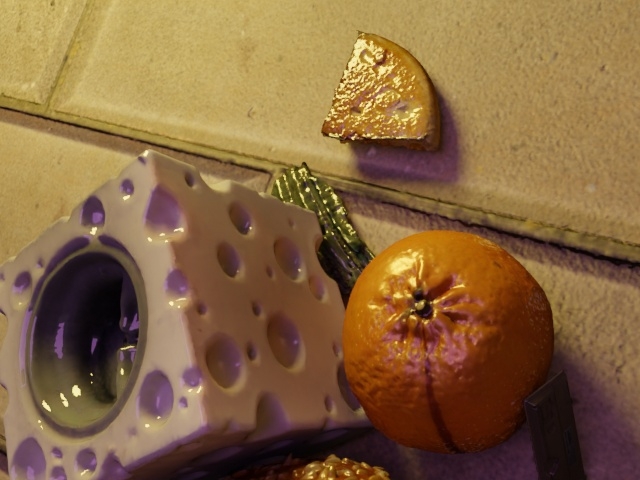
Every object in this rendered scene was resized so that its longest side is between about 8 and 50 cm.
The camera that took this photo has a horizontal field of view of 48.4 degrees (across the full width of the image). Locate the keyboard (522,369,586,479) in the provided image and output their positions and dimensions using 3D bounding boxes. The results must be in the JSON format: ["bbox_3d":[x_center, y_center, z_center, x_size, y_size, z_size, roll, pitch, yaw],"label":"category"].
[{"bbox_3d":[0.189,0.169,0.570,0.015,0.049,0.129,10,123,51],"label":"keyboard"}]

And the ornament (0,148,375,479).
[{"bbox_3d":[-0.130,0.101,0.672,0.239,0.239,0.240,-30,63,27],"label":"ornament"}]

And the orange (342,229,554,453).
[{"bbox_3d":[0.105,0.085,0.615,0.193,0.161,0.193,-9,74,30],"label":"orange"}]

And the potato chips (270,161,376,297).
[{"bbox_3d":[0.000,0.000,0.775,0.092,0.028,0.207,-42,59,13],"label":"potato chips"}]

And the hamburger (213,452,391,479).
[{"bbox_3d":[-0.028,0.294,0.537,0.291,0.291,0.225,-20,96,22],"label":"hamburger"}]

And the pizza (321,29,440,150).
[{"bbox_3d":[0.062,-0.147,0.775,0.131,0.041,0.178,-44,60,7],"label":"pizza"}]
